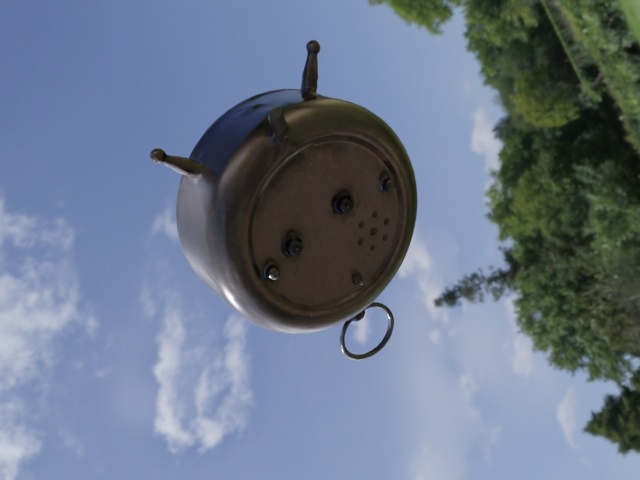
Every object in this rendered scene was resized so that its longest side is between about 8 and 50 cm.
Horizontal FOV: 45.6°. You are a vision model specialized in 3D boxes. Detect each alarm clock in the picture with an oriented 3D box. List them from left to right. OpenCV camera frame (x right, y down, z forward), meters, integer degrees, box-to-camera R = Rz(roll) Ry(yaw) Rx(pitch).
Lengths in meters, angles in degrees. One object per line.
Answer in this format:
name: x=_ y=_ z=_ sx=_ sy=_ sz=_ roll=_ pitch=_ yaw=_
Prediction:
alarm clock: x=0.000 y=0.000 z=0.426 sx=0.064 sy=0.129 sz=0.192 roll=31 pitch=155 yaw=51
